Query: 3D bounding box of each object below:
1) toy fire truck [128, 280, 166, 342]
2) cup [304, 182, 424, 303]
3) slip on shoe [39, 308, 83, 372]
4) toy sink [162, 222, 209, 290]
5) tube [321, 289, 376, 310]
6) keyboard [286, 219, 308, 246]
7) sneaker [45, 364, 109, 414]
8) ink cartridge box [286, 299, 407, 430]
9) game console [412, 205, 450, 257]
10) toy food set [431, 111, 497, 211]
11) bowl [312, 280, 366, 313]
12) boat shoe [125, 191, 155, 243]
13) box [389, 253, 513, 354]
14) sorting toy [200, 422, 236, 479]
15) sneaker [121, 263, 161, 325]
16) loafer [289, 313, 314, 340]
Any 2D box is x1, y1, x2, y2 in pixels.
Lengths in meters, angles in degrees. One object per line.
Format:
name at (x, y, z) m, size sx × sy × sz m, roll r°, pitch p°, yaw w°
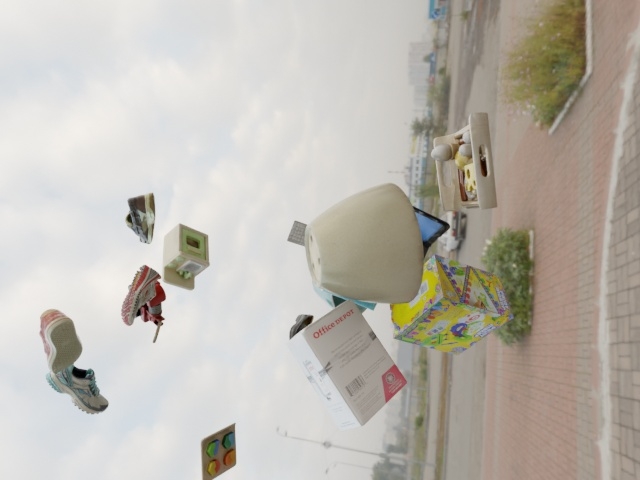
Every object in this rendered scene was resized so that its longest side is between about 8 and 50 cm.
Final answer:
toy fire truck at (-0.745, 0.309, 1.914) m, size 0.158 × 0.246 × 0.217 m, roll -30°, pitch -35°, yaw -46°
cup at (0.092, 0.023, 1.154) m, size 0.331 × 0.237 × 0.330 m, roll 172°, pitch 90°, yaw -76°
slip on shoe at (-0.939, 0.362, 1.553) m, size 0.123 × 0.101 × 0.331 m, roll -31°, pitch -28°, yaw -43°
toy sink at (-0.566, 0.069, 1.830) m, size 0.153 × 0.131 × 0.234 m, roll 28°, pitch -140°, yaw -41°
tube at (0.104, 0.172, 1.433) m, size 0.052 × 0.207 × 0.080 m, roll -98°, pitch 31°, yaw -61°
keyboard at (0.000, 0.000, 1.453) m, size 0.256 × 0.014 × 0.072 m, roll 19°, pitch -80°, yaw -38°
sneaker at (-0.948, 0.590, 1.740) m, size 0.283 × 0.122 × 0.110 m, roll 55°, pitch 170°, yaw -31°
ink cartridge box at (0.072, 0.337, 1.196) m, size 0.207 × 0.283 × 0.117 m, roll -26°, pitch -12°, yaw -39°
game console at (0.319, -0.007, 1.731) m, size 0.173 × 0.293 × 0.250 m, roll 170°, pitch 124°, yaw -85°
toy food set at (0.359, -0.185, 1.118) m, size 0.306 × 0.093 × 0.219 m, roll -70°, pitch -27°, yaw -86°
bowl at (0.083, 0.138, 1.694) m, size 0.312 × 0.163 × 0.311 m, roll -13°, pitch -72°, yaw -47°
boat shoe at (-0.480, -0.058, 1.151) m, size 0.223 × 0.074 × 0.080 m, roll 131°, pitch 135°, yaw -56°
box at (0.436, 0.233, 1.492) m, size 0.177 × 0.279 × 0.290 m, roll -89°, pitch 24°, yaw -42°
sorting toy at (-0.428, 0.912, 1.849) m, size 0.193 × 0.038 × 0.208 m, roll -2°, pitch -85°, yaw -55°
sneaker at (-0.647, 0.203, 1.570) m, size 0.093 × 0.088 × 0.225 m, roll 34°, pitch -119°, yaw -34°
loafer at (-0.074, 0.346, 1.682) m, size 0.062 × 0.061 × 0.170 m, roll 58°, pitch -150°, yaw -25°
